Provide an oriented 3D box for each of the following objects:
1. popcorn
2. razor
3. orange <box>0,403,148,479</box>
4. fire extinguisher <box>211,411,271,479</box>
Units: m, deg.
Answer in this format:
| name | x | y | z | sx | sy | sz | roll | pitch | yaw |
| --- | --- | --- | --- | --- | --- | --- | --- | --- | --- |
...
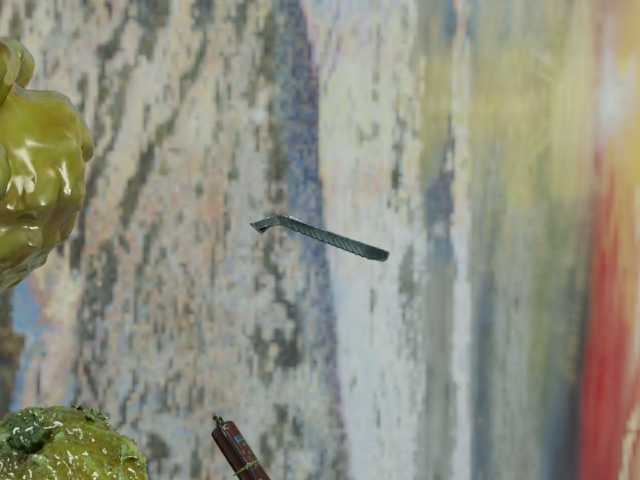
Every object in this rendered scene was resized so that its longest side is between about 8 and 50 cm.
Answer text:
| name | x | y | z | sx | sy | sz | roll | pitch | yaw |
| --- | --- | --- | --- | --- | --- | --- | --- | --- | --- |
| popcorn | -0.374 | -0.063 | 1.211 | 0.321 | 0.325 | 0.290 | -4 | 85 | -66 |
| razor | 0.002 | -0.006 | 1.752 | 0.066 | 0.190 | 0.033 | 40 | 65 | -79 |
| orange | -0.392 | 0.360 | 1.828 | 0.301 | 0.300 | 0.223 | -94 | 179 | -62 |
| fire extinguisher | -0.111 | 0.283 | 1.722 | 0.132 | 0.039 | 0.056 | 56 | -5 | 11 |
